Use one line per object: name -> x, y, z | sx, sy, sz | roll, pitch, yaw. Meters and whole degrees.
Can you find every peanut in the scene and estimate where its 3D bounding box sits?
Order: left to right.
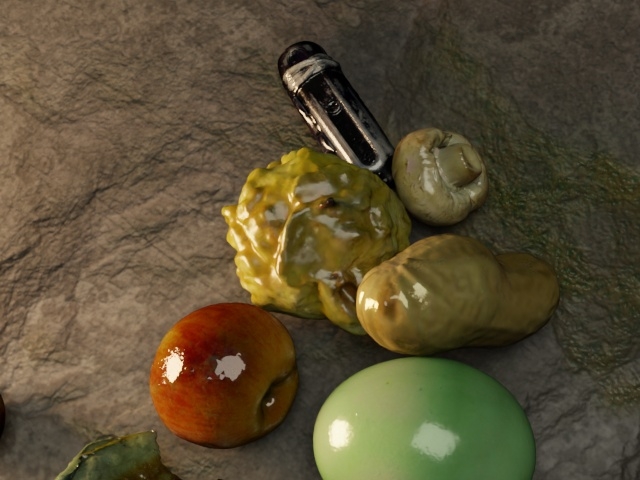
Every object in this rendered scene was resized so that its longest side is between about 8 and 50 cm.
peanut -> 0.182, 0.065, 1.589 | 0.319, 0.147, 0.147 | -1, 65, -38

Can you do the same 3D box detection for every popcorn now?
popcorn -> 0.000, 0.000, 1.653 | 0.233, 0.192, 0.266 | -36, 72, -8

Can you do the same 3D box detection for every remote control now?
remote control -> 0.023, -0.178, 1.779 | 0.090, 0.066, 0.266 | -28, 72, -12

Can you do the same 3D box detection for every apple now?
apple -> -0.126, 0.169, 1.633 | 0.173, 0.160, 0.195 | 24, 75, 33

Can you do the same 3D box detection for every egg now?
egg -> 0.125, 0.249, 1.544 | 0.270, 0.220, 0.220 | 12, 72, 15

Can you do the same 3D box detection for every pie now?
pie -> -0.205, 0.368, 1.532 | 0.302, 0.067, 0.302 | 17, 48, -20

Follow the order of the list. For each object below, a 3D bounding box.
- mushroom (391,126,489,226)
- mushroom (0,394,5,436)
mushroom -> 0.160, -0.087, 1.709 | 0.112, 0.148, 0.148 | -30, 66, 34
mushroom -> -0.467, 0.235, 1.657 | 0.127, 0.087, 0.127 | -2, 71, 7
